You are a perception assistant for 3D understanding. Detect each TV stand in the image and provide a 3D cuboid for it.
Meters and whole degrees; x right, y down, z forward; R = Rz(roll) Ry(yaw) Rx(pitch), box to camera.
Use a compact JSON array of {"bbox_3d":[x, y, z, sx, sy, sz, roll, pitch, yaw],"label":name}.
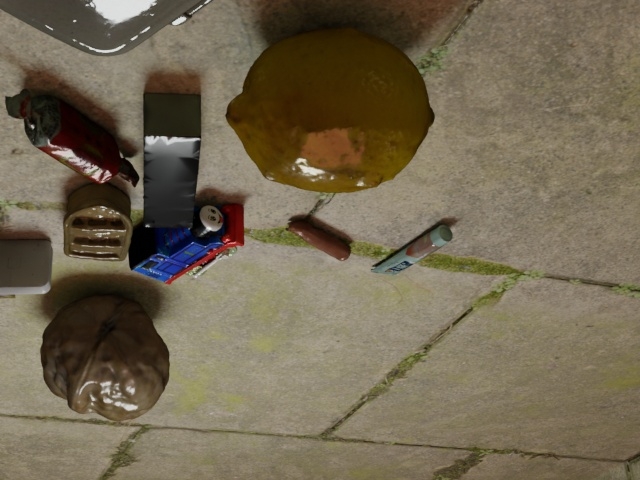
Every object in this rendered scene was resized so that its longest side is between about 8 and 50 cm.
[{"bbox_3d":[-0.234,-0.117,1.754,0.088,0.082,0.269,0,152,-9],"label":"TV stand"}]

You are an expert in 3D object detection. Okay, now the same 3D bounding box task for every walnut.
[{"bbox_3d":[-0.422,0.232,2.207,0.273,0.227,0.273,-2,147,-1],"label":"walnut"}]

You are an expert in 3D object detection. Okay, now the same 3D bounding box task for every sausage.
[{"bbox_3d":[0.000,0.000,2.041,0.042,0.036,0.158,-33,140,29],"label":"sausage"}]

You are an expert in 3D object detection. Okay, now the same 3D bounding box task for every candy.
[{"bbox_3d":[-0.368,-0.149,1.677,0.059,0.086,0.292,-29,144,21],"label":"candy"}]

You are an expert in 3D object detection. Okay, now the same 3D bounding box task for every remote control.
[{"bbox_3d":[-0.602,0.048,1.983,0.250,0.103,0.034,-2,148,-6],"label":"remote control"}]

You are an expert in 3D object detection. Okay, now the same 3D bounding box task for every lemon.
[{"bbox_3d":[0.014,-0.176,1.530,0.288,0.233,0.233,-3,151,-8],"label":"lemon"}]

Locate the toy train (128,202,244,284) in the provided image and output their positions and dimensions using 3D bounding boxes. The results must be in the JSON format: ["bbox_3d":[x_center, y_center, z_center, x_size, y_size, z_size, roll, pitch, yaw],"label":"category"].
[{"bbox_3d":[-0.232,0.001,1.967,0.131,0.082,0.204,24,140,-37],"label":"toy train"}]

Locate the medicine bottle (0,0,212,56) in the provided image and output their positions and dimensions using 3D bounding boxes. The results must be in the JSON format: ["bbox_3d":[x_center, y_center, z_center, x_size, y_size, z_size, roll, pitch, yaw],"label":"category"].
[{"bbox_3d":[-0.217,-0.361,1.271,0.375,0.123,0.282,-27,142,34],"label":"medicine bottle"}]

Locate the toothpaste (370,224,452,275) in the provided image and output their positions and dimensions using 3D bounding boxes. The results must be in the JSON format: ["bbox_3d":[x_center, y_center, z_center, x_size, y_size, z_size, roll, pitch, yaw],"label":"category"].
[{"bbox_3d":[0.174,0.026,2.114,0.056,0.036,0.205,15,150,-28],"label":"toothpaste"}]

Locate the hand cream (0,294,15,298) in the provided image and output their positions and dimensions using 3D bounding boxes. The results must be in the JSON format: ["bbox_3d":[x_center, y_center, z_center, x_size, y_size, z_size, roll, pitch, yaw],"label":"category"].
[{"bbox_3d":[-0.618,0.082,2.110,0.076,0.047,0.174,0,159,-11],"label":"hand cream"}]

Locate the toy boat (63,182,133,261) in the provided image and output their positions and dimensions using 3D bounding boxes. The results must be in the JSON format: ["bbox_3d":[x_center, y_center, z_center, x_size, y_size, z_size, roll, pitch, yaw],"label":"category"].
[{"bbox_3d":[-0.377,-0.036,1.902,0.116,0.061,0.188,5,150,-13],"label":"toy boat"}]
